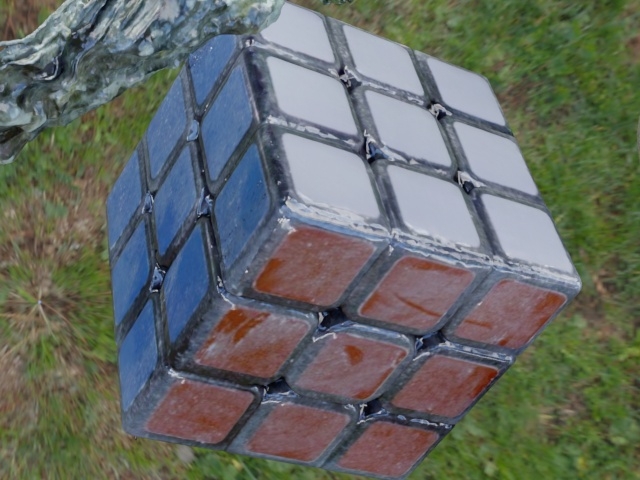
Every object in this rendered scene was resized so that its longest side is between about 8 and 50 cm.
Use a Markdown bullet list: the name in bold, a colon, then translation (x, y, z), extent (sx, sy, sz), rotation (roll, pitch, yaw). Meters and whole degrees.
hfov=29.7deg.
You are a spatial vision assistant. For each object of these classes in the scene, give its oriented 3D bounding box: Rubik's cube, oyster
- **Rubik's cube**: translation (0.000, 0.000, 1.103), extent (0.303, 0.305, 0.301), rotation (17, 40, -29)
- **oyster**: translation (-0.171, -0.112, 0.764), extent (0.252, 0.199, 0.087), rotation (-33, 97, -47)

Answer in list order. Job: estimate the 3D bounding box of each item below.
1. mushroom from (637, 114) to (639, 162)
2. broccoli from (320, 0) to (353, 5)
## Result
- **mushroom**: translation (0.445, -0.118, 1.269), extent (0.207, 0.215, 0.207), rotation (4, 63, -7)
- **broccoli**: translation (-0.093, -0.386, 1.283), extent (0.361, 0.252, 0.221), rotation (8, 78, -8)
